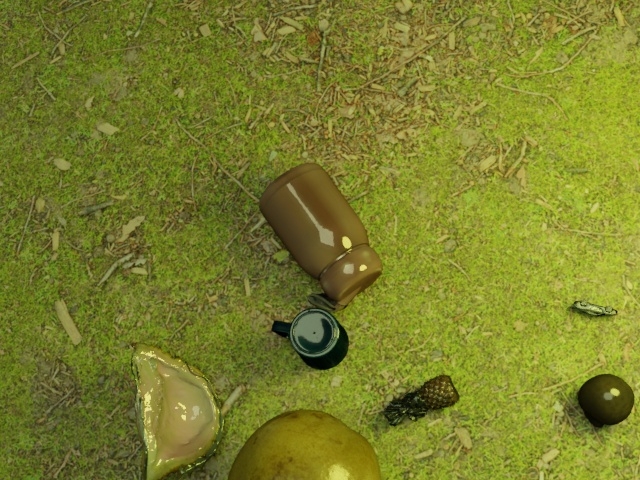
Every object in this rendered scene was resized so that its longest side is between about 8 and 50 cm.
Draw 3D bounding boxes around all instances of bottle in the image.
[{"bbox_3d":[0.000,0.000,1.911,0.206,0.173,0.296,-45,71,27],"label":"bottle"}]

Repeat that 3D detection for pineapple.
[{"bbox_3d":[0.207,0.337,1.821,0.159,0.074,0.074,-26,71,9],"label":"pineapple"}]

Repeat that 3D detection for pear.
[{"bbox_3d":[-0.032,0.486,1.688,0.315,0.314,0.314,-2,73,8],"label":"pear"}]

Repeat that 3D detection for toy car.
[{"bbox_3d":[0.577,0.146,1.833,0.093,0.041,0.025,14,79,14],"label":"toy car"}]

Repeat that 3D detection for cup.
[{"bbox_3d":[-0.021,0.213,1.853,0.150,0.138,0.113,-15,71,4],"label":"cup"}]

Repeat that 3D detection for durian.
[{"bbox_3d":[-0.301,0.375,1.848,0.196,0.185,0.305,-3,63,-20],"label":"durian"}]

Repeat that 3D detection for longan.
[{"bbox_3d":[0.572,0.325,1.756,0.106,0.106,0.119,26,120,15],"label":"longan"}]
